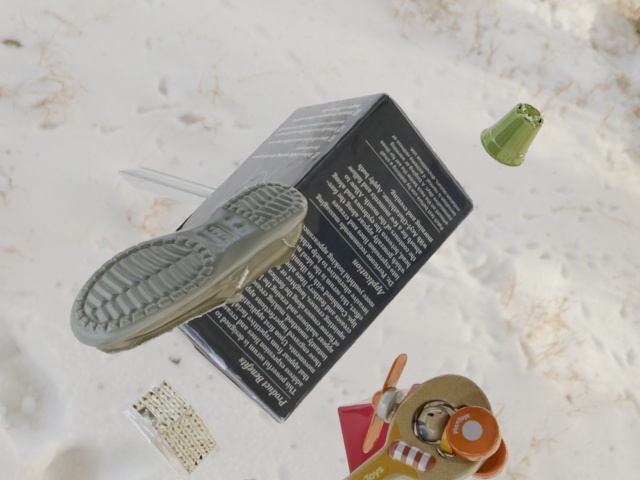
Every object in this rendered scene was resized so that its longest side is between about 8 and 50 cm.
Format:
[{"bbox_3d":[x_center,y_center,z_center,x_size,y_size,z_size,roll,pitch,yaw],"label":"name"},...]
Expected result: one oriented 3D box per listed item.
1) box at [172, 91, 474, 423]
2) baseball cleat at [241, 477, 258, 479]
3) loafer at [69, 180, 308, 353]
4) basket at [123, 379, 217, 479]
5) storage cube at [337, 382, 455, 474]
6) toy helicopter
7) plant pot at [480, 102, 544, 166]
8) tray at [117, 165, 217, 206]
[{"bbox_3d":[-0.040,0.009,1.122,0.395,0.293,0.212,-46,111,-13],"label":"box"},{"bbox_3d":[-0.152,0.513,1.447,0.072,0.206,0.109,20,41,12],"label":"baseball cleat"},{"bbox_3d":[-0.110,0.037,0.749,0.251,0.087,0.094,-30,48,-27],"label":"loafer"},{"bbox_3d":[-0.284,0.364,1.545,0.103,0.167,0.113,-41,49,-19],"label":"basket"},{"bbox_3d":[0.177,0.420,1.720,0.184,0.193,0.215,-4,81,-53],"label":"storage cube"},{"bbox_3d":[0.121,0.348,1.332,0.355,0.140,0.235,-36,55,-3],"label":"toy helicopter"},{"bbox_3d":[0.308,-0.172,1.261,0.083,0.079,0.083,15,49,-18],"label":"plant pot"},{"bbox_3d":[-0.236,-0.088,1.515,0.270,0.145,0.030,17,81,2],"label":"tray"}]
